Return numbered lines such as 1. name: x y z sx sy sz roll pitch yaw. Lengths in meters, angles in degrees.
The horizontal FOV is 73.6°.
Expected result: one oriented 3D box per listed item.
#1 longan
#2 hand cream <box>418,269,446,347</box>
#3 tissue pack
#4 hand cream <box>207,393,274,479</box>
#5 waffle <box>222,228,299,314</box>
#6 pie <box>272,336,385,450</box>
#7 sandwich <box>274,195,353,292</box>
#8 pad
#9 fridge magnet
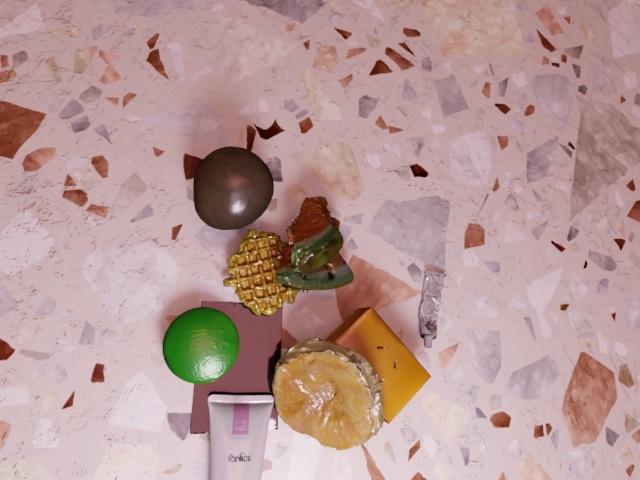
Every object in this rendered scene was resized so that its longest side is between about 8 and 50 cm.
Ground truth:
1. longan: -0.260 -0.149 1.241 0.248 0.248 0.248 3 79 -14
2. hand cream: 0.365 0.226 1.408 0.084 0.050 0.257 14 70 -13
3. tissue pack: 0.152 0.366 1.278 0.194 0.145 0.274 -40 90 -19
4. hand cream: -0.226 0.607 1.159 0.185 0.118 0.358 5 74 -12
5. waffle: -0.163 0.097 1.290 0.243 0.059 0.238 36 71 -8
6. pie: 0.017 0.426 1.178 0.339 0.083 0.339 6 109 18
7. sandwich: 0.000 0.000 1.271 0.250 0.162 0.301 10 66 -33
8. pad: -0.239 0.367 1.251 0.248 0.007 0.367 4 78 -13
9. fridge magnet: -0.331 0.291 1.193 0.208 0.088 0.208 3 79 -14
